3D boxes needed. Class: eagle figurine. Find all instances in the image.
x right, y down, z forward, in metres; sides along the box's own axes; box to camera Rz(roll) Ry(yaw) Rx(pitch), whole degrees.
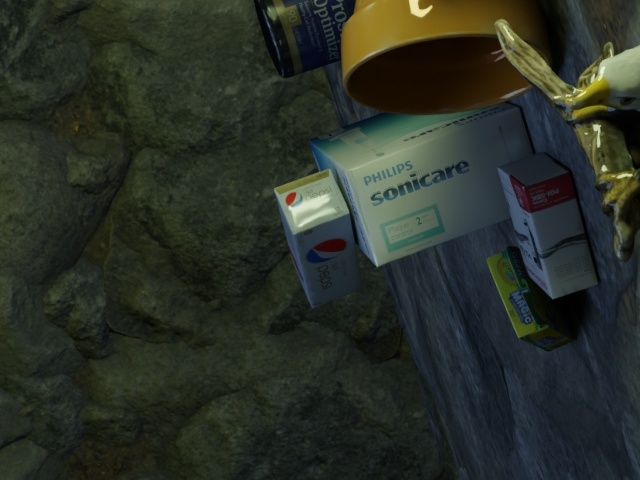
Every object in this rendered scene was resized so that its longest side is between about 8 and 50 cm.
[{"bbox_3d":[0.235,-0.120,0.892,0.226,0.225,0.298,33,138,-2],"label":"eagle figurine"}]

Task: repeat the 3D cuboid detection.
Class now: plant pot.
[{"bbox_3d":[0.117,-0.248,1.542,0.205,0.205,0.188,87,179,-74],"label":"plant pot"}]

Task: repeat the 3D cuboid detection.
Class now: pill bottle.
[{"bbox_3d":[0.032,-0.302,2.033,0.123,0.219,0.122,161,90,-86],"label":"pill bottle"}]

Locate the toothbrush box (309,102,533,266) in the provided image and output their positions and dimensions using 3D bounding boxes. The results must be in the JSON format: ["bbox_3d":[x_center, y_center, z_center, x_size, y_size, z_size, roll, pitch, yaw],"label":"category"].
[{"bbox_3d":[0.123,-0.086,1.887,0.295,0.216,0.126,-135,25,-77],"label":"toothbrush box"}]

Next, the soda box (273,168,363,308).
[{"bbox_3d":[0.000,0.000,1.881,0.216,0.074,0.069,77,171,-64],"label":"soda box"}]

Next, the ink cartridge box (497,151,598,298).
[{"bbox_3d":[0.247,-0.016,1.688,0.099,0.056,0.135,-123,15,-72],"label":"ink cartridge box"}]

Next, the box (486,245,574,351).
[{"bbox_3d":[0.245,0.069,1.816,0.105,0.043,0.179,70,-167,17],"label":"box"}]
